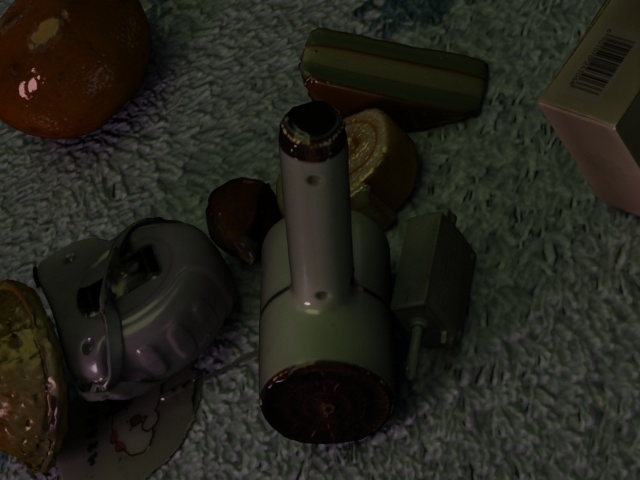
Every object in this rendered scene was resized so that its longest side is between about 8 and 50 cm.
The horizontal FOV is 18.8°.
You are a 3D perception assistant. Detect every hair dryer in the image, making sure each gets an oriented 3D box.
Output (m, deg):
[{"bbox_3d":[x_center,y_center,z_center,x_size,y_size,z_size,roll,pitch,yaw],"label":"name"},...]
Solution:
[{"bbox_3d":[0.000,0.000,1.730,0.128,0.362,0.203,-1,48,2],"label":"hair dryer"}]

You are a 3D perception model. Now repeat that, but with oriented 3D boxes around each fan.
[{"bbox_3d":[-0.144,0.151,1.974,0.329,0.009,0.191,-27,41,20],"label":"fan"}]

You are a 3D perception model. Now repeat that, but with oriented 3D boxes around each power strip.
[{"bbox_3d":[0.101,0.055,1.798,0.042,0.075,0.175,-10,49,31],"label":"power strip"}]

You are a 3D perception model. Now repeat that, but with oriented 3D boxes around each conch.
[{"bbox_3d":[-0.074,-0.024,1.987,0.080,0.086,0.233,-32,4,-9],"label":"conch"}]

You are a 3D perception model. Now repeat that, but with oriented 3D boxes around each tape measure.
[{"bbox_3d":[-0.187,0.065,2.003,0.197,0.120,0.236,-31,36,2],"label":"tape measure"}]

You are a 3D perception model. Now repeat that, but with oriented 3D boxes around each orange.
[{"bbox_3d":[-0.304,-0.221,2.317,0.224,0.170,0.224,-38,24,20],"label":"orange"}]

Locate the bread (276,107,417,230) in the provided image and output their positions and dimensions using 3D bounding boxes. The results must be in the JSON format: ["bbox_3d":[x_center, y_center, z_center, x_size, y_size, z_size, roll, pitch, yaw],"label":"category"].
[{"bbox_3d":[0.031,-0.057,1.968,0.149,0.073,0.122,-28,47,22],"label":"bread"}]

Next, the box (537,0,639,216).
[{"bbox_3d":[0.313,-0.146,1.723,0.095,0.168,0.212,23,72,44],"label":"box"}]

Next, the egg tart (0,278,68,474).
[{"bbox_3d":[-0.323,0.144,1.999,0.090,0.213,0.212,-8,33,-23],"label":"egg tart"}]

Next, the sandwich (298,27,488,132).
[{"bbox_3d":[0.075,-0.172,1.993,0.163,0.113,0.079,-9,50,34],"label":"sandwich"}]
